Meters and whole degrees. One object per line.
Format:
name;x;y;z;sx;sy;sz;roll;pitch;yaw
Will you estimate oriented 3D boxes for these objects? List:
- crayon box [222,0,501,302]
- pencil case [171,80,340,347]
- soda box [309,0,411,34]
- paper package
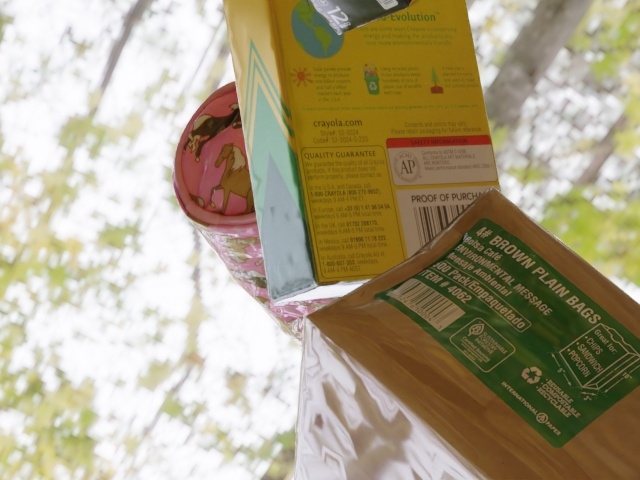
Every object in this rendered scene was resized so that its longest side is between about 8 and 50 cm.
crayon box;0.036;-0.116;1.562;0.202;0.081;0.318;-3;-100;-33
pencil case;0.000;0.000;1.837;0.167;0.386;0.160;-18;-124;12
soda box;-0.015;-0.179;0.881;0.169;0.053;0.060;47;-125;-23
paper package;0.149;0.185;1.176;0.168;0.309;0.325;-33;-121;-28
